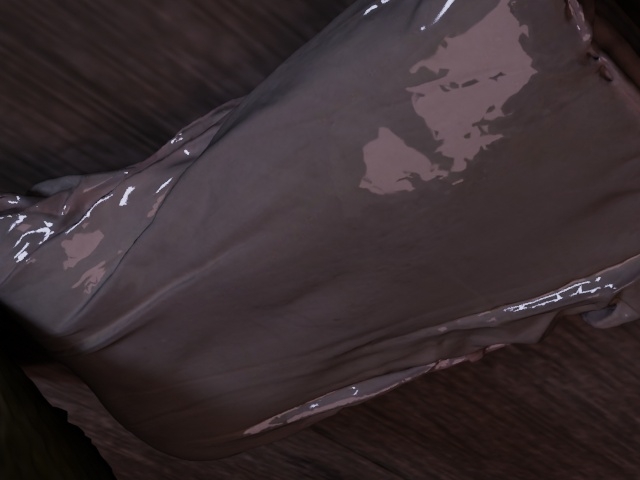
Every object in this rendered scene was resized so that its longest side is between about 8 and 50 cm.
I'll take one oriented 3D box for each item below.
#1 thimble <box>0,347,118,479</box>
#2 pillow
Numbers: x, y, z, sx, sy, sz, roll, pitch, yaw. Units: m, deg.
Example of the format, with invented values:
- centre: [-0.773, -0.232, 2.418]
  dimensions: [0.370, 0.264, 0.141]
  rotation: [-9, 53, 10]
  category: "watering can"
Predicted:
- centre: [-0.214, 0.132, 0.469]
  dimensions: [0.271, 0.271, 0.150]
  rotation: [-6, 143, 13]
  category: "thimble"
- centre: [0.000, 0.000, 0.434]
  dimensions: [0.270, 0.067, 0.173]
  rotation: [-23, 133, 32]
  category: "pillow"
